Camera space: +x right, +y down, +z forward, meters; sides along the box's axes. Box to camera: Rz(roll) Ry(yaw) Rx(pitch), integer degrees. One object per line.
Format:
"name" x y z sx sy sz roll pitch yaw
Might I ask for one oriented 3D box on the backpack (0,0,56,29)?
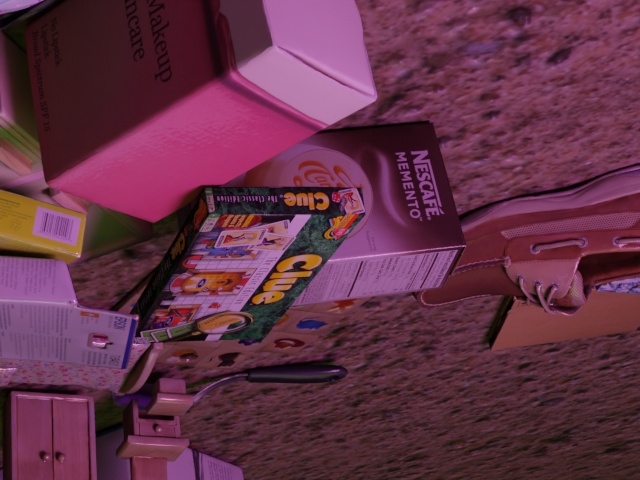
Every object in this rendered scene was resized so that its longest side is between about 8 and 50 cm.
"backpack" -0.241 -0.198 1.011 0.182 0.152 0.115 -15 167 -22

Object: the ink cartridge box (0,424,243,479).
"ink cartridge box" -0.267 0.376 2.196 0.223 0.129 0.307 -22 153 20

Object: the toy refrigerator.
"toy refrigerator" -0.247 -0.067 1.332 0.102 0.094 0.269 -18 154 13

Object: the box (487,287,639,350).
"box" 0.321 0.087 1.980 0.201 0.021 0.164 -8 154 -10

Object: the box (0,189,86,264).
"box" -0.278 0.003 1.318 0.109 0.042 0.178 17 159 -26

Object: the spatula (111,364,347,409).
"spatula" -0.112 0.181 1.974 0.296 0.030 0.084 -8 152 -7

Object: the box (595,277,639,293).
"box" 0.397 0.025 1.855 0.137 0.027 0.094 5 137 -31

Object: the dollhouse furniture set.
"dollhouse furniture set" -0.246 0.199 1.757 0.303 0.174 0.355 6 150 -23

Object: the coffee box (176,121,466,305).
"coffee box" -0.005 -0.021 1.478 0.246 0.141 0.098 -7 154 -13

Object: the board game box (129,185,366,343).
"board game box" -0.070 0.025 1.340 0.136 0.030 0.260 -4 155 -23

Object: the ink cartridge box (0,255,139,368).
"ink cartridge box" -0.270 0.061 1.346 0.224 0.045 0.223 6 163 -9

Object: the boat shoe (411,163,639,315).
"boat shoe" 0.249 0.018 1.695 0.324 0.116 0.123 -20 154 16

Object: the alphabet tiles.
"alphabet tiles" -0.084 0.070 1.782 0.285 0.011 0.342 7 149 -35

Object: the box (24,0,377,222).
"box" -0.095 -0.135 1.191 0.232 0.149 0.127 -28 151 30
